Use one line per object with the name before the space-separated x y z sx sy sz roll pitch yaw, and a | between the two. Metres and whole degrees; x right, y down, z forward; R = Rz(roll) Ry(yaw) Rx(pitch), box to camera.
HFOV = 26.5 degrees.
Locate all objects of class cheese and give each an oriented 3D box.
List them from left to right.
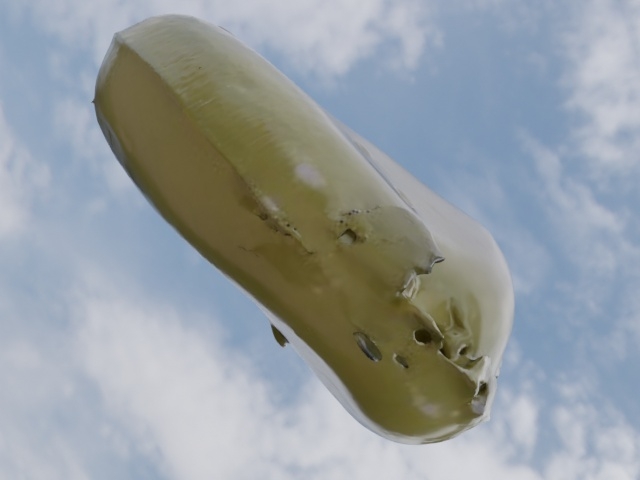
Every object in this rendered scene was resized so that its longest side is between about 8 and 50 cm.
cheese | 0.000 0.000 0.756 0.259 0.128 0.316 37 2 -34
